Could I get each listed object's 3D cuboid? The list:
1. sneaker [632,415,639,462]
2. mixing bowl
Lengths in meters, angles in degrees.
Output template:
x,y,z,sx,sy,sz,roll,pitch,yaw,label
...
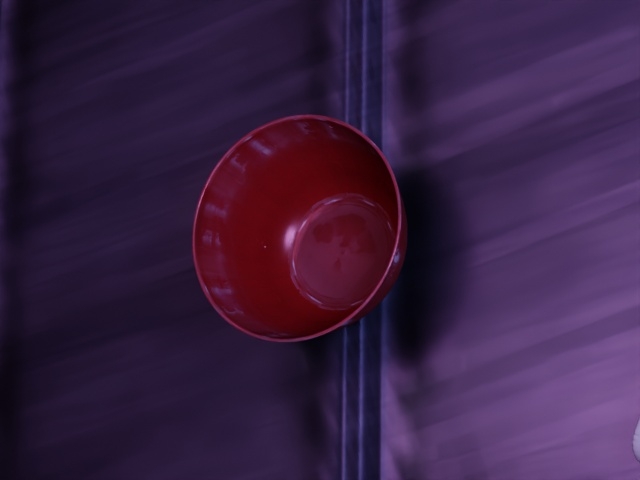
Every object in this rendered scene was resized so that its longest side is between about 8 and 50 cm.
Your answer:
x,y,z,sx,sy,sz,roll,pitch,yaw,label
0.285,0.098,1.448,0.085,0.058,0.152,15,88,34,sneaker
0.000,0.000,1.589,0.181,0.098,0.181,-7,74,25,mixing bowl
